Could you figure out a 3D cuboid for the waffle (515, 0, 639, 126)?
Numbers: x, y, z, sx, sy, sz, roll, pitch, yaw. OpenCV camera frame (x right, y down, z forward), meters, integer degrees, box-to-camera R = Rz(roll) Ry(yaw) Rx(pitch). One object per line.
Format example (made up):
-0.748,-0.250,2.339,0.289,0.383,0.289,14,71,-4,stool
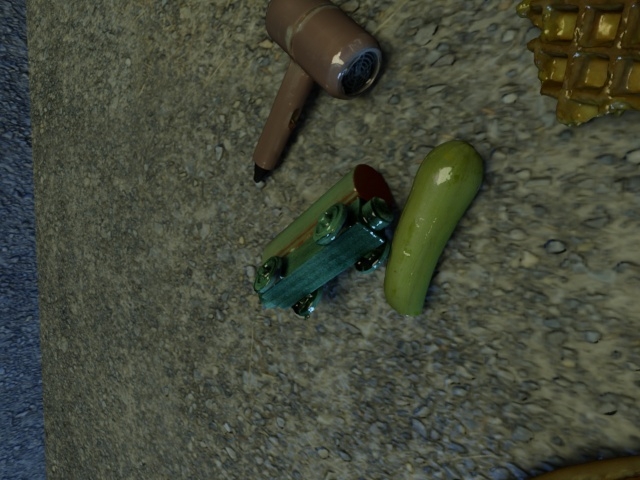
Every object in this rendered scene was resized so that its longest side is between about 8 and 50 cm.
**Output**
0.322,-0.209,0.408,0.301,0.058,0.281,58,145,33,waffle

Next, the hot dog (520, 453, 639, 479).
0.315,0.310,0.486,0.337,0.100,0.135,-37,61,35,hot dog

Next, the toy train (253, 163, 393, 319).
0.000,0.000,0.713,0.285,0.116,0.177,-39,28,37,toy train

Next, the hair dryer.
-0.042,-0.223,0.770,0.189,0.106,0.344,50,132,24,hair dryer

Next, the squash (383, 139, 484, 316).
0.146,-0.016,0.618,0.083,0.083,0.250,33,116,34,squash
